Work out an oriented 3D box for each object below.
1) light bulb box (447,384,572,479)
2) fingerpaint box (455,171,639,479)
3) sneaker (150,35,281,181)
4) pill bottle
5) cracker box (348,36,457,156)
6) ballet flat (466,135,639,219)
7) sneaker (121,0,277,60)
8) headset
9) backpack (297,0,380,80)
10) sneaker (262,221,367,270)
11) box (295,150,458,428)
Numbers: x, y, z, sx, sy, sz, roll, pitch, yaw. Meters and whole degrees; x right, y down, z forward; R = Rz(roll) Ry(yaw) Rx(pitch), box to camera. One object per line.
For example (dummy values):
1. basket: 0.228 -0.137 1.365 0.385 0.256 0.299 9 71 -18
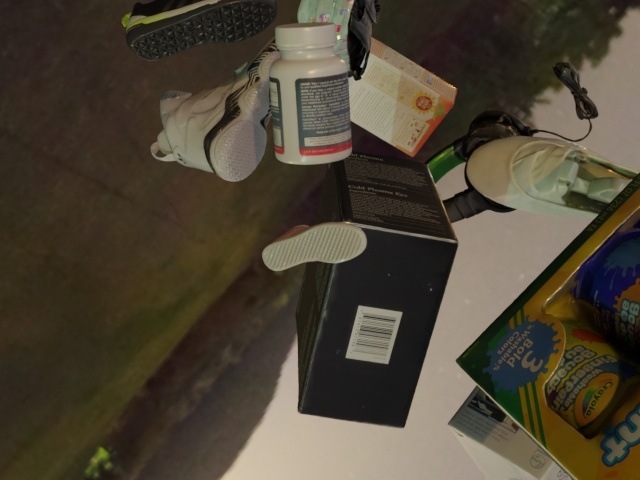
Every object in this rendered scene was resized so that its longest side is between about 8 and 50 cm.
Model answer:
1. light bulb box: 0.483 0.344 1.788 0.361 0.225 0.358 -49 134 -15
2. fingerpaint box: 0.420 0.094 1.009 0.445 0.163 0.371 -45 -153 1
3. sneaker: -0.173 -0.272 1.759 0.365 0.210 0.137 -63 147 -30
4. pill bottle: -0.014 -0.201 1.259 0.108 0.108 0.180 -48 138 -65
5. cracker box: 0.133 -0.291 1.852 0.155 0.232 0.067 -53 -169 39
6. ballet flat: 0.448 -0.097 1.553 0.139 0.400 0.139 17 90 -85
7. sneaker: -0.182 -0.340 1.354 0.084 0.235 0.097 68 12 -59
8. headset: 0.326 -0.176 1.749 0.394 0.185 0.243 -26 -154 21
9. backpack: 0.031 -0.361 1.530 0.182 0.115 0.151 53 46 -77
10. sneaker: 0.000 0.000 1.135 0.134 0.051 0.070 -12 -168 23
11. box: 0.076 0.069 1.517 0.312 0.179 0.343 -97 -163 -63
